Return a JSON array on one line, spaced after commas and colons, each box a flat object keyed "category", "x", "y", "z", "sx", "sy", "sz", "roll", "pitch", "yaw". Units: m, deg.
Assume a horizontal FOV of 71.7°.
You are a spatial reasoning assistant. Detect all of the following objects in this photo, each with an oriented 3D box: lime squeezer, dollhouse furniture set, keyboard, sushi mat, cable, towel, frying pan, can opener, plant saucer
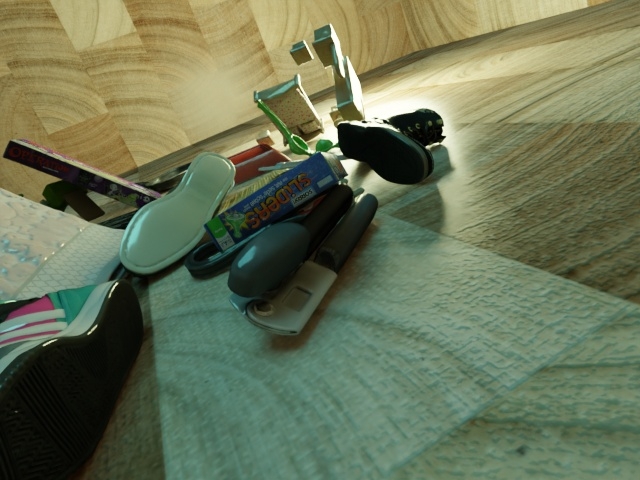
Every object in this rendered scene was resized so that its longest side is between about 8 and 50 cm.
[{"category": "lime squeezer", "x": -0.011, "y": -0.258, "z": 1.099, "sx": 0.310, "sy": 0.109, "sz": 0.059, "roll": 14, "pitch": 11, "yaw": 7}, {"category": "dollhouse furniture set", "x": -0.072, "y": -0.348, "z": 1.198, "sx": 0.356, "sy": 0.303, "sz": 0.173, "roll": -16, "pitch": 60, "yaw": 18}, {"category": "keyboard", "x": 0.009, "y": -0.151, "z": 0.841, "sx": 0.256, "sy": 0.014, "sz": 0.072, "roll": -15, "pitch": 9, "yaw": -35}, {"category": "sushi mat", "x": -0.119, "y": -0.088, "z": 0.809, "sx": 0.151, "sy": 0.019, "sz": 0.316, "roll": -33, "pitch": 13, "yaw": -1}, {"category": "cable", "x": -0.056, "y": -0.017, "z": 0.661, "sx": 0.287, "sy": 0.072, "sz": 0.139, "roll": -41, "pitch": 44, "yaw": -14}, {"category": "towel", "x": -0.461, "y": 0.012, "z": 0.674, "sx": 0.317, "sy": 0.053, "sz": 0.332, "roll": 18, "pitch": 17, "yaw": -14}, {"category": "frying pan", "x": -0.550, "y": -0.192, "z": 1.491, "sx": 0.326, "sy": 0.053, "sz": 0.197, "roll": -24, "pitch": 22, "yaw": -1}, {"category": "can opener", "x": 0.000, "y": 0.000, "z": 0.486, "sx": 0.074, "sy": 0.093, "sz": 0.280, "roll": 25, "pitch": 33, "yaw": 11}, {"category": "dollhouse furniture set", "x": -0.688, "y": 0.017, "z": 1.104, "sx": 0.301, "sy": 0.151, "sz": 0.197, "roll": -45, "pitch": 4, "yaw": 26}, {"category": "plant saucer", "x": -0.230, "y": -0.208, "z": 1.242, "sx": 0.259, "sy": 0.047, "sz": 0.258, "roll": -25, "pitch": 22, "yaw": -8}]

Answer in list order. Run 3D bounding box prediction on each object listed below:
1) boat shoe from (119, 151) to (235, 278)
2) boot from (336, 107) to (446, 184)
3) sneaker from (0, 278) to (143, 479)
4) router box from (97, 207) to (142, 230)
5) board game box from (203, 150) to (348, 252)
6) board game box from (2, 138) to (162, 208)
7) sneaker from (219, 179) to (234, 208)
[{"category": "boat shoe", "x": -0.250, "y": -0.040, "z": 0.795, "sx": 0.091, "sy": 0.109, "sz": 0.305, "roll": -49, "pitch": 12, "yaw": 46}, {"category": "boot", "x": 0.156, "y": -0.175, "z": 0.758, "sx": 0.179, "sy": 0.085, "sz": 0.236, "roll": -19, "pitch": 31, "yaw": -22}, {"category": "sneaker", "x": -0.287, "y": 0.123, "z": 0.392, "sx": 0.178, "sy": 0.123, "sz": 0.295, "roll": -13, "pitch": 14, "yaw": -4}, {"category": "router box", "x": -0.465, "y": -0.021, "z": 1.017, "sx": 0.179, "sy": 0.046, "sz": 0.133, "roll": -16, "pitch": 22, "yaw": 14}, {"category": "board game box", "x": -0.038, "y": -0.052, "z": 0.513, "sx": 0.136, "sy": 0.035, "sz": 0.201, "roll": -31, "pitch": 5, "yaw": 11}, {"category": "board game box", "x": -0.568, "y": -0.156, "z": 1.105, "sx": 0.208, "sy": 0.347, "sz": 0.056, "roll": 17, "pitch": 85, "yaw": 61}, {"category": "sneaker", "x": -0.267, "y": -0.088, "z": 0.963, "sx": 0.092, "sy": 0.087, "sz": 0.228, "roll": -29, "pitch": 16, "yaw": 25}]
